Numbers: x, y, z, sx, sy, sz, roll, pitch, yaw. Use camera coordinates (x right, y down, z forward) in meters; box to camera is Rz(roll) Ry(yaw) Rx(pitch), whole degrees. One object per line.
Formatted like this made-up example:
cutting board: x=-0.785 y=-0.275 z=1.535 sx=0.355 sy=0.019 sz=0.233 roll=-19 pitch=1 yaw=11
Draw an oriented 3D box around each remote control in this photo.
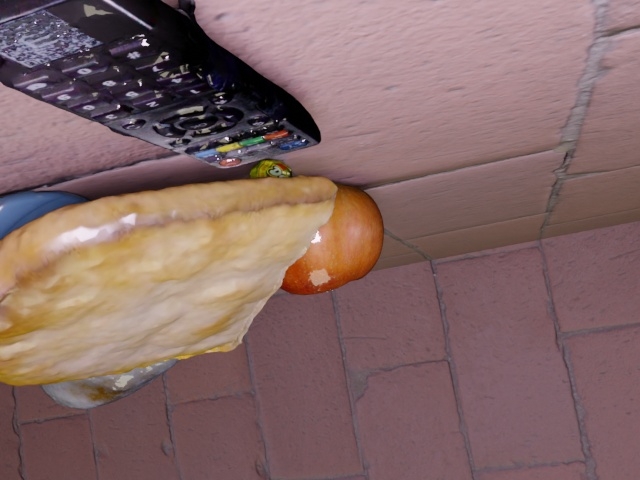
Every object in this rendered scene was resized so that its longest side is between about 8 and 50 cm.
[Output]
remote control: x=-0.119 y=-0.123 z=0.560 sx=0.145 sy=0.062 sz=0.399 roll=-11 pitch=173 yaw=16

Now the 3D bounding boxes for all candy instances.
candy: x=-0.103 y=-0.075 z=0.993 sx=0.062 sy=0.058 sz=0.194 roll=43 pitch=153 yaw=-25

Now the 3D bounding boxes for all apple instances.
apple: x=0.000 y=0.000 z=1.149 sx=0.235 sy=0.173 sz=0.210 roll=-4 pitch=170 yaw=-41

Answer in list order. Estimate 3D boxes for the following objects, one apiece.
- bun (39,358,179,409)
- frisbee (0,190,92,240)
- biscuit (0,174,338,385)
bun: x=-0.393 y=0.146 z=1.340 sx=0.362 sy=0.361 sz=0.211 roll=-13 pitch=128 yaw=25
frisbee: x=-0.394 y=0.063 z=0.951 sx=0.290 sy=0.049 sz=0.289 roll=-33 pitch=146 yaw=-26
biscuit: x=-0.244 y=0.069 z=0.930 sx=0.446 sy=0.104 sz=0.429 roll=-10 pitch=153 yaw=-27
